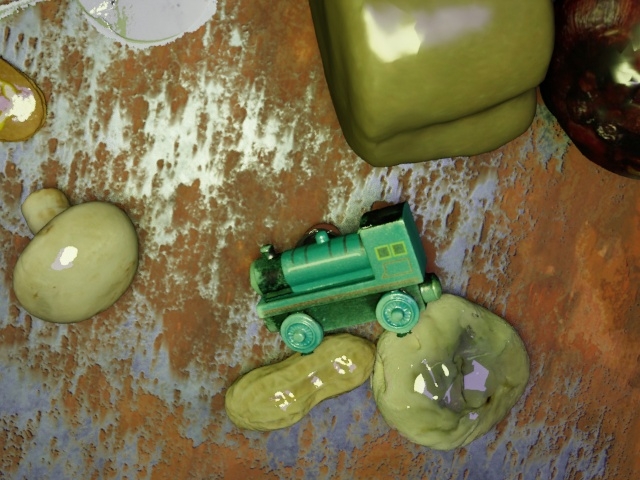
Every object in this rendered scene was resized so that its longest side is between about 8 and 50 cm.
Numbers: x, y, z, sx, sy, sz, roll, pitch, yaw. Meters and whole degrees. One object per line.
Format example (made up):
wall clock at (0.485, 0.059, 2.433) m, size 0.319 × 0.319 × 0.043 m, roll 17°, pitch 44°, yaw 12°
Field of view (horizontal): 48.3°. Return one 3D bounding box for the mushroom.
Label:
mushroom at (-0.380, 0.018, 1.077) m, size 0.206 × 0.206 × 0.209 m, roll -44°, pitch 102°, yaw 3°

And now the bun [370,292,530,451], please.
bun at (0.219, 0.226, 1.191) m, size 0.273 × 0.168 × 0.272 m, roll -1°, pitch 95°, yaw -11°

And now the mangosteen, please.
mangosteen at (0.513, -0.277, 1.046) m, size 0.381 × 0.421 × 0.380 m, roll 12°, pitch 116°, yaw 26°

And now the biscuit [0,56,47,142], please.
biscuit at (-0.585, -0.176, 1.094) m, size 0.262 × 0.052 × 0.277 m, roll 28°, pitch 96°, yaw -9°

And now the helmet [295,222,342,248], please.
helmet at (-0.001, 0.000, 1.186) m, size 0.084 × 0.049 × 0.065 m, roll -19°, pitch 121°, yaw 15°

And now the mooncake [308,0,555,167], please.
mooncake at (0.118, -0.335, 0.945) m, size 0.262 × 0.467 × 0.466 m, roll -13°, pitch 101°, yaw 1°

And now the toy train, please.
toy train at (0.033, 0.061, 1.129) m, size 0.298 × 0.120 × 0.194 m, roll -15°, pitch 109°, yaw 18°

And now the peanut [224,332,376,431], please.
peanut at (-0.032, 0.235, 1.185) m, size 0.275 × 0.125 × 0.111 m, roll -28°, pitch 102°, yaw 0°

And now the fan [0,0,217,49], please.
fan at (-0.356, -0.394, 1.098) m, size 0.415 × 0.012 × 0.233 m, roll -17°, pitch 100°, yaw -5°
